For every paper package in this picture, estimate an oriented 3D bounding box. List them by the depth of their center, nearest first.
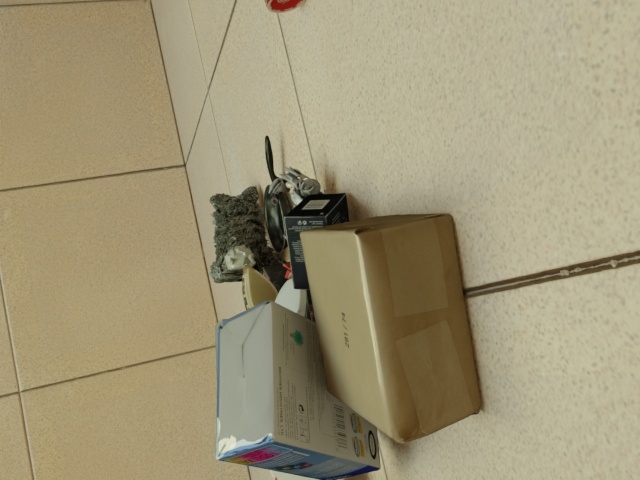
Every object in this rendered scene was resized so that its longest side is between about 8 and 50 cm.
[{"bbox_3d":[0.104,0.126,1.069,0.309,0.168,0.325,-179,78,-70],"label":"paper package"}]

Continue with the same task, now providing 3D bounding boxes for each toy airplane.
[{"bbox_3d":[-0.034,0.082,1.531,0.028,0.151,0.151,-65,8,-21],"label":"toy airplane"}]

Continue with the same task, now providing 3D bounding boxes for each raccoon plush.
[{"bbox_3d":[-0.223,-0.044,1.860,0.446,0.216,0.299,148,114,-70],"label":"raccoon plush"}]

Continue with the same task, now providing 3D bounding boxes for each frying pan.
[{"bbox_3d":[-0.131,-0.126,1.778,0.197,0.053,0.326,-174,76,-71],"label":"frying pan"}]

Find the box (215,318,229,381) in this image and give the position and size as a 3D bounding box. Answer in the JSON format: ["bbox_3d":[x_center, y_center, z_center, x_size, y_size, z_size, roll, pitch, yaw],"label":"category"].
[{"bbox_3d":[-0.214,0.426,1.983,0.168,0.214,0.346,141,126,-69],"label":"box"}]

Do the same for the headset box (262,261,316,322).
[{"bbox_3d":[-0.073,0.211,1.700,0.218,0.110,0.293,-130,35,-53],"label":"headset box"}]

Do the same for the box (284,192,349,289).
[{"bbox_3d":[0.000,0.000,1.288,0.156,0.093,0.158,-50,-45,-63],"label":"box"}]

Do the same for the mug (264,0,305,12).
[{"bbox_3d":[-0.091,-0.593,1.329,0.150,0.113,0.169,146,109,-71],"label":"mug"}]

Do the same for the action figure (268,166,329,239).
[{"bbox_3d":[-0.038,-0.059,1.459,0.185,0.099,0.285,51,159,20],"label":"action figure"}]

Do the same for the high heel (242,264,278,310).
[{"bbox_3d":[-0.162,0.205,1.628,0.261,0.093,0.186,63,149,13],"label":"high heel"}]

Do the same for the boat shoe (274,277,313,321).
[{"bbox_3d":[-0.051,0.240,1.483,0.108,0.102,0.301,-26,53,41],"label":"boat shoe"}]

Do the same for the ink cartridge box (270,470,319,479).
[{"bbox_3d":[-0.004,0.675,1.597,0.283,0.117,0.207,61,167,-21],"label":"ink cartridge box"}]

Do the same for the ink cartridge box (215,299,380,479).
[{"bbox_3d":[-0.019,0.322,1.257,0.151,0.395,0.270,-26,52,31],"label":"ink cartridge box"}]
